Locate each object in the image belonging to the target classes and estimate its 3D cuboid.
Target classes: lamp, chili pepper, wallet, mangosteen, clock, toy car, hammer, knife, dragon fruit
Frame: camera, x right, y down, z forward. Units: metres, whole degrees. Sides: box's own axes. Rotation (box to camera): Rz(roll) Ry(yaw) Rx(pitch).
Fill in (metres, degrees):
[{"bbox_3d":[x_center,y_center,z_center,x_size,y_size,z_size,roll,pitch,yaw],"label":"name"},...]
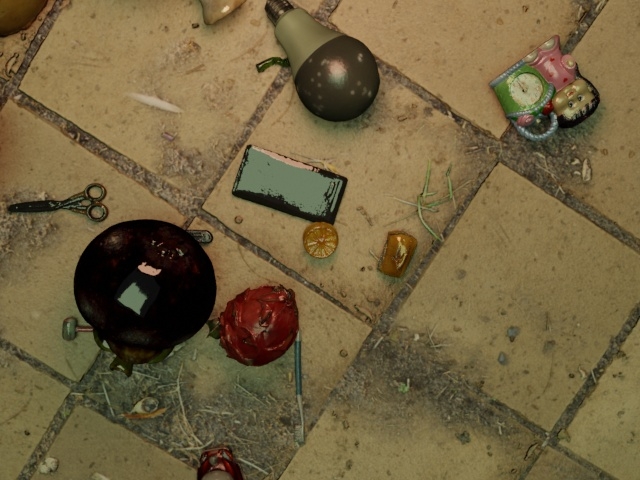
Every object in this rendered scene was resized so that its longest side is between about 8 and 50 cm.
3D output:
[{"bbox_3d":[0.003,-0.393,1.455,0.182,0.182,0.314,-34,64,1],"label":"lamp"},{"bbox_3d":[-0.103,-0.395,1.498,0.083,0.022,0.027,-11,63,0],"label":"chili pepper"},{"bbox_3d":[-0.069,-0.122,1.523,0.244,0.025,0.124,18,98,-6],"label":"wallet"},{"bbox_3d":[-0.366,0.106,1.423,0.296,0.313,0.297,5,58,-9],"label":"mangosteen"},{"bbox_3d":[0.498,-0.323,1.490,0.194,0.100,0.195,-37,93,6],"label":"clock"},{"bbox_3d":[-0.236,0.556,1.540,0.112,0.112,0.139,-9,97,-1],"label":"toy car"},{"bbox_3d":[-0.546,0.203,1.538,0.083,0.031,0.053,3,98,-13],"label":"hammer"},{"bbox_3d":[-0.305,-0.009,1.530,0.121,0.018,0.031,0,94,0],"label":"knife"},{"bbox_3d":[-0.138,0.189,1.480,0.209,0.172,0.172,-27,96,15],"label":"dragon fruit"}]

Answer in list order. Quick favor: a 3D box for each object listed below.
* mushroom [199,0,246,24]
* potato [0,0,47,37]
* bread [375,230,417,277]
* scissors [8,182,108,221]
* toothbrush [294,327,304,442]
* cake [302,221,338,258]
[{"bbox_3d":[-0.305,-0.622,1.335,0.315,0.315,0.356,-3,96,-2],"label":"mushroom"},{"bbox_3d":[-0.737,-0.638,1.308,0.385,0.319,0.442,-38,99,3],"label":"potato"},{"bbox_3d":[0.175,0.031,1.534,0.072,0.053,0.106,21,100,-1],"label":"bread"},{"bbox_3d":[-0.590,-0.080,1.512,0.220,0.017,0.088,-4,96,-1],"label":"scissors"},{"bbox_3d":[-0.053,0.339,1.573,0.025,0.019,0.276,-1,96,6],"label":"toothbrush"},{"bbox_3d":[0.000,0.000,1.524,0.084,0.044,0.084,0,106,-1],"label":"cake"}]
